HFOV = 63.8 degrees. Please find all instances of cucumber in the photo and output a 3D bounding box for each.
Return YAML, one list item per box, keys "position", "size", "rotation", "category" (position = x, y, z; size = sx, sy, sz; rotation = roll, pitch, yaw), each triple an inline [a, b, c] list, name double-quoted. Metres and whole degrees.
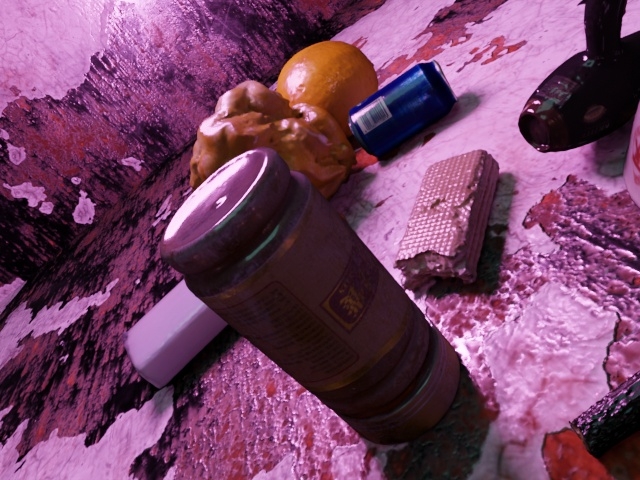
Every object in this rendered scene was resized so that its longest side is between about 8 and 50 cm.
- position: [0.279, 0.117, 0.417]
  size: [0.163, 0.043, 0.039]
  rotation: [-38, 65, 9]
  category: "cucumber"

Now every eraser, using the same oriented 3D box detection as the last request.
- position: [-0.234, 0.125, 0.984]
  size: [0.290, 0.104, 0.189]
  rotation: [-43, 22, -5]
  category: "eraser"

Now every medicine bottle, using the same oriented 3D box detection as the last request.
- position: [0.001, 0.066, 0.531]
  size: [0.151, 0.322, 0.151]
  rotation: [-31, 30, 20]
  category: "medicine bottle"

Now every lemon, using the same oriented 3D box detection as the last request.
- position: [0.014, -0.344, 1.211]
  size: [0.236, 0.236, 0.263]
  rotation: [-15, 8, 41]
  category: "lemon"

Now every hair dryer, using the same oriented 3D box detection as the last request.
- position: [0.358, -0.285, 0.580]
  size: [0.304, 0.359, 0.120]
  rotation: [-33, 49, -3]
  category: "hair dryer"

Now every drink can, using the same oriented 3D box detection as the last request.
- position: [0.162, -0.260, 1.020]
  size: [0.205, 0.118, 0.118]
  rotation: [-30, 30, 19]
  category: "drink can"

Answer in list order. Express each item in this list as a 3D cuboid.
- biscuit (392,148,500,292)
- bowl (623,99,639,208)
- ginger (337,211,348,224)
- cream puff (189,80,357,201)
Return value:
- position: [0.182, -0.034, 0.727]
  size: [0.108, 0.062, 0.239]
  rotation: [-15, 38, 41]
  category: "biscuit"
- position: [0.446, -0.164, 0.478]
  size: [0.337, 0.157, 0.337]
  rotation: [-30, 29, 19]
  category: "bowl"
- position: [0.000, 0.000, 0.897]
  size: [0.103, 0.073, 0.162]
  rotation: [-14, 37, 40]
  category: "ginger"
- position: [-0.079, -0.139, 0.999]
  size: [0.324, 0.257, 0.291]
  rotation: [-24, -49, -74]
  category: "cream puff"
